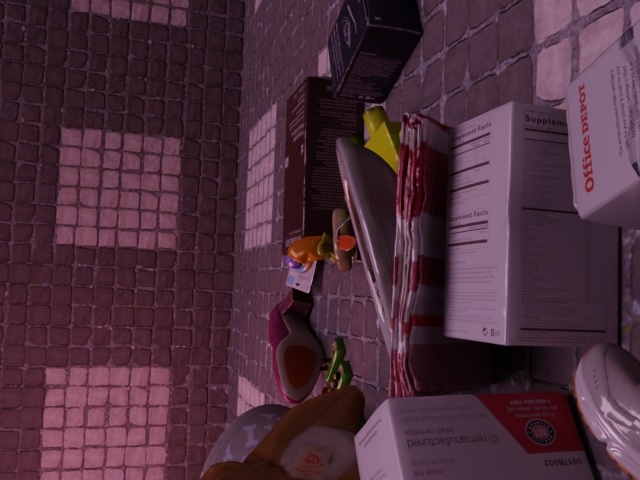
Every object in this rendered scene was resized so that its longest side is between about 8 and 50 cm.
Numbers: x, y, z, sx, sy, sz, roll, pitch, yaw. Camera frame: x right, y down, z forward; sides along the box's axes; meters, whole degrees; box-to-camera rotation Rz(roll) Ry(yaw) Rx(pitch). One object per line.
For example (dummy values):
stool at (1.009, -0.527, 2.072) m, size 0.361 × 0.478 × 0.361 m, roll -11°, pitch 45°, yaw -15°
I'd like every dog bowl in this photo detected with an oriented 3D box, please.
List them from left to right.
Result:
dog bowl at (-0.072, 0.493, 1.280) m, size 0.102 × 0.349 × 0.348 m, roll -4°, pitch 81°, yaw 42°

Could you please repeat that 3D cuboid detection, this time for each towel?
towel at (0.165, 0.025, 0.832) m, size 0.037 × 0.237 × 0.328 m, roll 0°, pitch 86°, yaw 37°

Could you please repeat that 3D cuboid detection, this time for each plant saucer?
plant saucer at (0.116, 0.034, 0.973) m, size 0.400 × 0.101 × 0.400 m, roll -15°, pitch -90°, yaw -89°

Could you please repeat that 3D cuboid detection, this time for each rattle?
rattle at (0.000, 0.000, 1.287) m, size 0.199 × 0.143 × 0.130 m, roll -47°, pitch -32°, yaw -80°

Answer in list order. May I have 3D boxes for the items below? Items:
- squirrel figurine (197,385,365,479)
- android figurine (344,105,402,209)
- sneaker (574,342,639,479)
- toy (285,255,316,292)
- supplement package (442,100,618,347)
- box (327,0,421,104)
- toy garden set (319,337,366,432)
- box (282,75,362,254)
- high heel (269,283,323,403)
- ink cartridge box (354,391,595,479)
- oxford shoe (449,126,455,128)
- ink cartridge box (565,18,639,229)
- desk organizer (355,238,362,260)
squirrel figurine at (-0.033, 0.504, 1.088) m, size 0.281 × 0.397 × 0.370 m, roll -138°, pitch 39°, yaw -55°
android figurine at (0.119, -0.092, 1.179) m, size 0.248 × 0.056 × 0.272 m, roll -50°, pitch 53°, yaw 50°
sneaker at (0.312, 0.162, 0.524) m, size 0.121 × 0.099 × 0.262 m, roll -67°, pitch 32°, yaw 30°
toy at (-0.052, 0.005, 1.727) m, size 0.137 × 0.056 × 0.237 m, roll 12°, pitch 87°, yaw 63°
supplement package at (0.227, -0.011, 0.734) m, size 0.134 × 0.139 × 0.244 m, roll 168°, pitch 106°, yaw -72°
box at (0.097, -0.389, 1.289) m, size 0.207 × 0.108 × 0.153 m, roll 123°, pitch 146°, yaw -58°
toy garden set at (0.025, 0.374, 1.480) m, size 0.244 × 0.049 × 0.203 m, roll -107°, pitch 26°, yaw -49°
box at (0.001, -0.156, 1.518) m, size 0.191 × 0.143 × 0.381 m, roll 163°, pitch 108°, yaw -72°
high heel at (-0.078, 0.293, 1.706) m, size 0.377 × 0.127 × 0.181 m, roll -84°, pitch 19°, yaw -53°
ink cartridge box at (0.176, 0.321, 0.686) m, size 0.131 × 0.226 × 0.306 m, roll 112°, pitch 154°, yaw -50°
oxford shoe at (0.202, -0.055, 0.979) m, size 0.076 × 0.076 × 0.212 m, roll -12°, pitch -78°, yaw -73°
ink cartridge box at (0.305, -0.116, 0.556) m, size 0.208 × 0.087 × 0.153 m, roll 130°, pitch 148°, yaw -63°
desk organizer at (0.099, -0.026, 1.312) m, size 0.047 × 0.050 × 0.130 m, roll 143°, pitch 129°, yaw -68°
